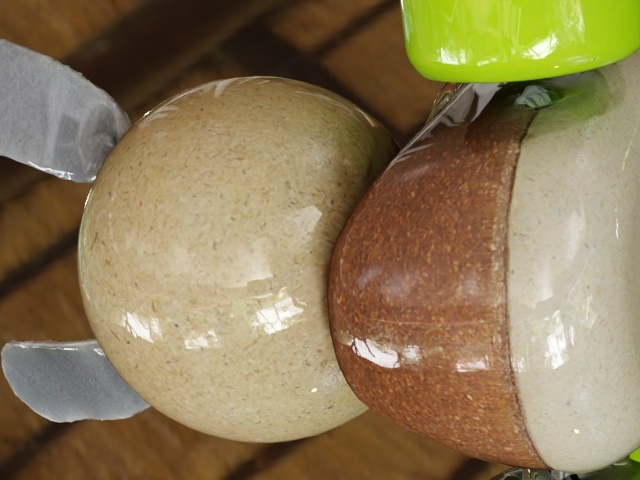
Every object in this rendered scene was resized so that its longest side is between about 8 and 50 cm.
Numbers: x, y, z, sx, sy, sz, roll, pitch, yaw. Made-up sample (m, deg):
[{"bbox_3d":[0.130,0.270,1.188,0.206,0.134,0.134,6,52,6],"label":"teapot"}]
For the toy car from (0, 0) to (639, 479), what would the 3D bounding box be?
[{"bbox_3d":[0.000,0.000,0.473,0.188,0.155,0.149,-1,-165,23],"label":"toy car"}]
